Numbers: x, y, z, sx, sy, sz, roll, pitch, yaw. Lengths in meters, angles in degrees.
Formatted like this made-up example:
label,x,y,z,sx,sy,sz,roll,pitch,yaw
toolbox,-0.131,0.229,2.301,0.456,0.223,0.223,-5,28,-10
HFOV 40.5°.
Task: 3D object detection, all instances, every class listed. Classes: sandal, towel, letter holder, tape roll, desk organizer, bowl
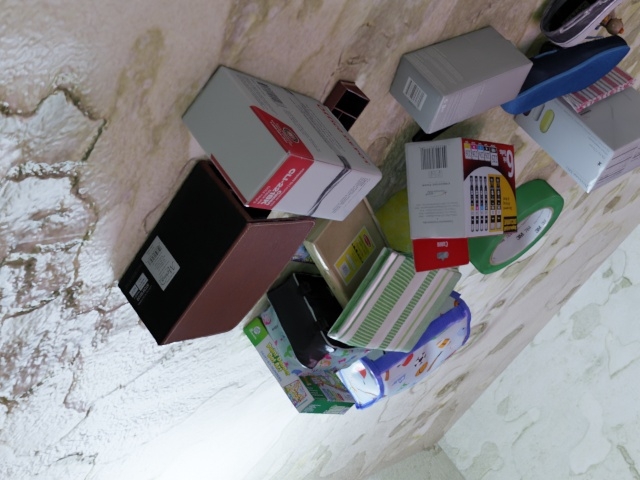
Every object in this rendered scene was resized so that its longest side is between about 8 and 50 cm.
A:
label,x,y,z,sx,sy,sz,roll,pitch,yaw
sandal,0.261,-0.261,1.804,0.179,0.040,0.067,-34,155,25
towel,0.592,-0.364,1.946,0.197,0.144,0.029,-26,147,-28
towel,0.172,0.136,1.911,0.325,0.038,0.248,15,111,-53
letter holder,-0.178,0.022,1.544,0.214,0.152,0.302,-4,138,-54
tape roll,0.564,-0.037,2.534,0.321,0.077,0.321,-30,154,-17
desk organizer,0.027,-0.217,1.537,0.047,0.050,0.130,-4,138,-51
bowl,0.243,0.017,2.043,0.289,0.156,0.289,-27,142,-24

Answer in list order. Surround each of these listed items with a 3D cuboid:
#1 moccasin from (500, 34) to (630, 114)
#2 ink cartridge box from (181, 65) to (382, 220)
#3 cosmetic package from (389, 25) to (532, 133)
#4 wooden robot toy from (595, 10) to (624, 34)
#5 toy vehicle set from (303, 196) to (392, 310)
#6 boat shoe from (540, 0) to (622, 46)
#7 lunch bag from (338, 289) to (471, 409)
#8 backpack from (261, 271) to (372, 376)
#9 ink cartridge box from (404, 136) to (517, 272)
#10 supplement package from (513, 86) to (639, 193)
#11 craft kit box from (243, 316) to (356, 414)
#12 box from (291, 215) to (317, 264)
label,x,y,z,sx,sy,sz,roll,pitch,yaw
moccasin,0.506,-0.382,1.831,0.342,0.117,0.137,-22,155,-25
ink cartridge box,-0.054,-0.146,1.373,0.114,0.197,0.273,-48,153,22
cosmetic package,0.265,-0.305,1.625,0.238,0.127,0.107,-21,149,-31
wooden robot toy,0.631,-0.484,1.877,0.076,0.079,0.173,-48,154,18
toy vehicle set,0.068,0.024,1.837,0.166,0.035,0.267,-51,137,-21
boat shoe,0.547,-0.515,1.692,0.301,0.108,0.102,-47,151,25
lunch bag,0.214,0.278,2.348,0.328,0.239,0.385,-32,174,-15
backpack,0.007,0.193,1.986,0.253,0.225,0.191,2,142,-50
ink cartridge box,0.311,-0.074,1.864,0.130,0.271,0.309,-2,-178,32
supplement package,0.620,-0.274,1.994,0.204,0.262,0.145,-25,151,-26
craft kit box,-0.047,0.304,2.074,0.061,0.246,0.250,-46,155,10
box,0.000,0.000,1.878,0.114,0.036,0.207,-48,154,18
